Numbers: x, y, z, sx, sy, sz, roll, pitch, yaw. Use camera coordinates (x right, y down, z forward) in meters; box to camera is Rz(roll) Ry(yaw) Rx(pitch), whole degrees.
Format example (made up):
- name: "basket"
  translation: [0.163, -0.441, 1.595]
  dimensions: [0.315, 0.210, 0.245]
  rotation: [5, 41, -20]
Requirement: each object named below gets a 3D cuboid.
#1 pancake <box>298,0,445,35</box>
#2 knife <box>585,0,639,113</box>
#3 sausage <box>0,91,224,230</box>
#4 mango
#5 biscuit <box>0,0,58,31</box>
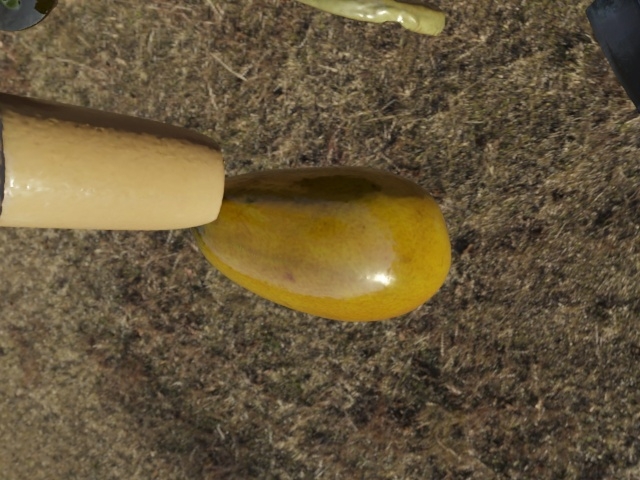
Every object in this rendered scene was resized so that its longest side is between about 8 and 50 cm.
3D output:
- name: "pancake"
  translation: [0.051, -0.328, 0.755]
  dimensions: [0.242, 0.242, 0.050]
  rotation: [28, 117, 28]
- name: "knife"
  translation: [0.268, -0.202, 0.504]
  dimensions: [0.060, 0.028, 0.230]
  rotation: [136, 126, -64]
- name: "sausage"
  translation: [-0.212, -0.072, 0.586]
  dimensions: [0.123, 0.253, 0.123]
  rotation: [1, 91, 45]
- name: "mango"
  translation: [0.000, 0.000, 0.820]
  dimensions: [0.264, 0.378, 0.221]
  rotation: [132, 146, -71]
- name: "biscuit"
  translation: [-0.325, -0.331, 0.606]
  dimensions: [0.236, 0.039, 0.180]
  rotation: [-39, 117, 23]
